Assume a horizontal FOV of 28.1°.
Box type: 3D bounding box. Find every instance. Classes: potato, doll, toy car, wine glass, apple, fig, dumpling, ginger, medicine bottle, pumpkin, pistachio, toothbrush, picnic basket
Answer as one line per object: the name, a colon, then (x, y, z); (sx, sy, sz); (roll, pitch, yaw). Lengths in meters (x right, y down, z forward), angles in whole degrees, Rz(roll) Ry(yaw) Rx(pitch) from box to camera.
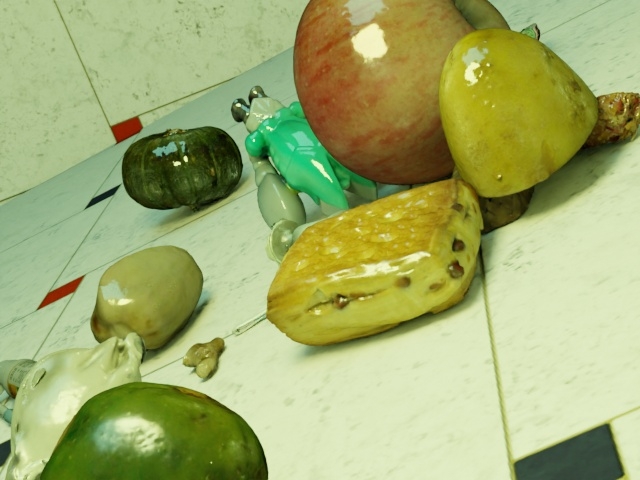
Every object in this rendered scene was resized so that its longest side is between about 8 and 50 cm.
potato: (0.208, -0.166, 1.472); (0.203, 0.158, 0.178); (-49, 28, -23)
doll: (-0.010, -0.121, 1.870); (0.194, 0.153, 0.258); (-17, 58, -1)
toy car: (0.303, -0.295, 2.066); (0.142, 0.055, 0.069); (-42, 9, -5)
wine glass: (0.000, 0.000, 1.673); (0.072, 0.072, 0.155); (-40, 20, -33)
apple: (0.126, -0.234, 1.709); (0.269, 0.345, 0.345); (-17, 20, 32)
fig: (-0.155, 0.236, 1.093); (0.245, 0.195, 0.195); (-61, 12, 11)
dumpling: (-0.290, 0.212, 1.472); (0.247, 0.142, 0.172); (-47, -12, -31)
ginger: (-0.146, 0.141, 1.559); (0.048, 0.030, 0.097); (-24, 16, 14)
medicine bottle: (-0.419, 0.208, 1.782); (0.092, 0.061, 0.220); (-55, 23, -16)
pumpkin: (-0.251, -0.129, 2.326); (0.223, 0.157, 0.224); (-14, 8, 2)
pistachio: (-0.236, 0.077, 1.732); (0.129, 0.131, 0.206); (-13, 17, 24)
toothbrush: (-0.041, 0.076, 1.609); (0.162, 0.014, 0.017); (-31, 31, -5)
picnic basket: (0.205, -0.071, 1.561); (0.110, 0.055, 0.193); (-23, 17, 22)

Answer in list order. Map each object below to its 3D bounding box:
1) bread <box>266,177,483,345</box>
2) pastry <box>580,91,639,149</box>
bread: (0.067, 0.031, 1.425); (0.235, 0.099, 0.210); (-16, 22, 22)
pastry: (0.317, -0.137, 1.562); (0.087, 0.063, 0.169); (-13, 0, -38)
